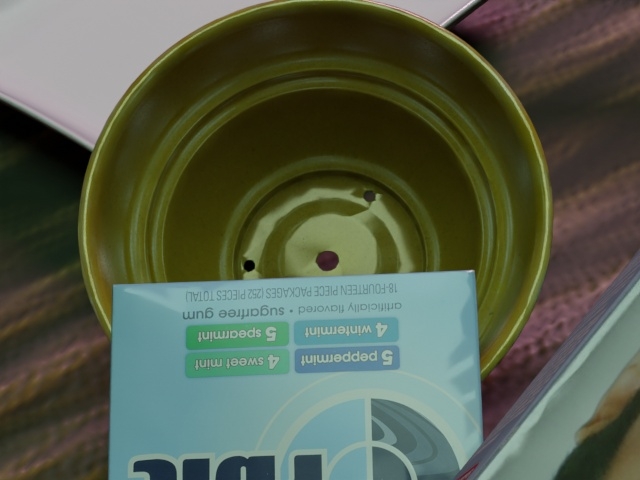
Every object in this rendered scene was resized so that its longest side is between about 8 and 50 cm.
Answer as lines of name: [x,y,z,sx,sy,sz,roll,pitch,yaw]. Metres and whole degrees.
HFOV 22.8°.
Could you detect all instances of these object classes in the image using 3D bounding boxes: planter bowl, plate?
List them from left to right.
plate: [-0.065,-0.132,0.953,0.277,0.045,0.278,28,55,31]
planter bowl: [0.000,0.000,0.760,0.217,0.090,0.217,-1,73,5]

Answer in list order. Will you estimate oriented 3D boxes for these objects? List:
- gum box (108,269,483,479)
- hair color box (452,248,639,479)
gum box: [-0.009,0.108,0.659,0.157,0.041,0.184,-2,73,5]
hair color box: [0.200,0.054,0.594,0.185,0.113,0.374,40,70,6]
